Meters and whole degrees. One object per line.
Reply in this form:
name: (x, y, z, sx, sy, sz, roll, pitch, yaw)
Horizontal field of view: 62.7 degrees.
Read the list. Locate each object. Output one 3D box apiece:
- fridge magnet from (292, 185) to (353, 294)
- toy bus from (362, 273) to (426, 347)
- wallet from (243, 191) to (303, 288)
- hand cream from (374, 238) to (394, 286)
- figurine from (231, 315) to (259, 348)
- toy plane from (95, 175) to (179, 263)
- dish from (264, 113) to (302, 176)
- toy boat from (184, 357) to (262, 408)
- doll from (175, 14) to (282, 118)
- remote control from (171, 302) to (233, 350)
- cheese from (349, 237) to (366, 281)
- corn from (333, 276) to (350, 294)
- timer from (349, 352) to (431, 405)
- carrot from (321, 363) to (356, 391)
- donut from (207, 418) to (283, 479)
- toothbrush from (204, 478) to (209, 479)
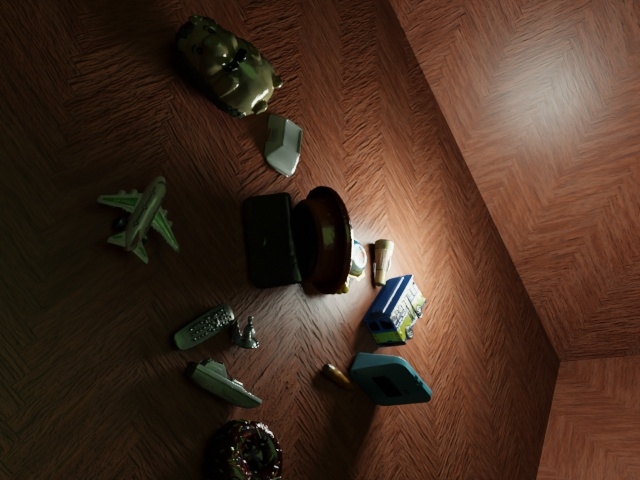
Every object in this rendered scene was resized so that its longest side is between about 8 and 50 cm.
fridge magnet: (0.000, 0.000, 1.740, 0.155, 0.364, 0.363, -3, 78, -25)
toy bus: (0.309, 0.285, 2.146, 0.175, 0.138, 0.287, 59, 42, -18)
wallet: (-0.157, -0.002, 1.703, 0.165, 0.042, 0.309, -7, 77, -5)
hand cream: (0.258, 0.097, 2.211, 0.084, 0.084, 0.203, 29, 62, -40)
figurine: (-0.224, 0.277, 1.569, 0.082, 0.094, 0.086, 0, 108, -13)
toy plane: (-0.473, -0.069, 1.395, 0.251, 0.101, 0.255, 39, 46, -34)
dish: (-0.125, -0.349, 1.932, 0.154, 0.064, 0.234, 28, 58, -42)
toy boat: (-0.261, 0.405, 1.482, 0.260, 0.078, 0.085, 40, 64, -30)
doll: (-0.299, -0.553, 1.671, 0.350, 0.247, 0.247, 37, 50, -26)
remote control: (-0.331, 0.244, 1.489, 0.222, 0.042, 0.072, -28, 98, -51)
cheese: (0.108, 0.031, 2.058, 0.177, 0.069, 0.270, -32, 101, -50)
corn: (0.034, 0.025, 1.938, 0.120, 0.120, 0.363, -13, 88, -51)
timer: (0.261, 0.502, 1.922, 0.232, 0.250, 0.091, 52, 44, -24)
carrot: (0.073, 0.493, 1.867, 0.191, 0.047, 0.047, 43, 48, -32)
donut: (-0.194, 0.597, 1.446, 0.230, 0.096, 0.216, 37, 39, -24)
toothbrush: (-0.250, 0.646, 1.447, 0.342, 0.025, 0.030, 0, 75, -49)
